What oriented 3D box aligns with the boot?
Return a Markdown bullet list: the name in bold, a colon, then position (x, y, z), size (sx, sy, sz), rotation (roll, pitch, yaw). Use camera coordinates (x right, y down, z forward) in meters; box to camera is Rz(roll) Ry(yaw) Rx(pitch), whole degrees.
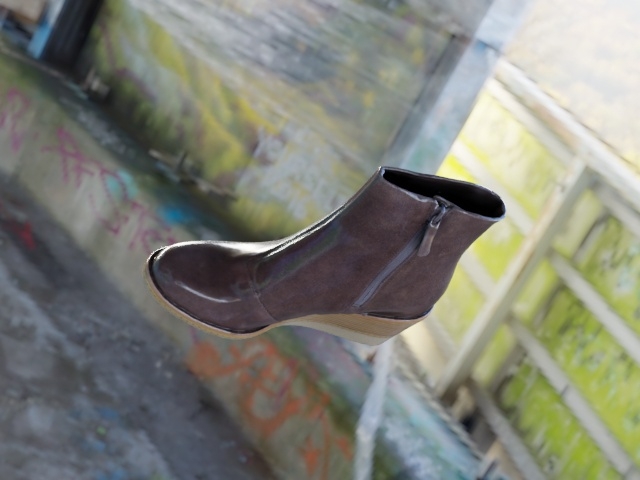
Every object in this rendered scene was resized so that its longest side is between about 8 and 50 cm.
- **boot**: position (0.000, 0.000, 1.082), size (0.248, 0.207, 0.090), rotation (12, 50, -22)
